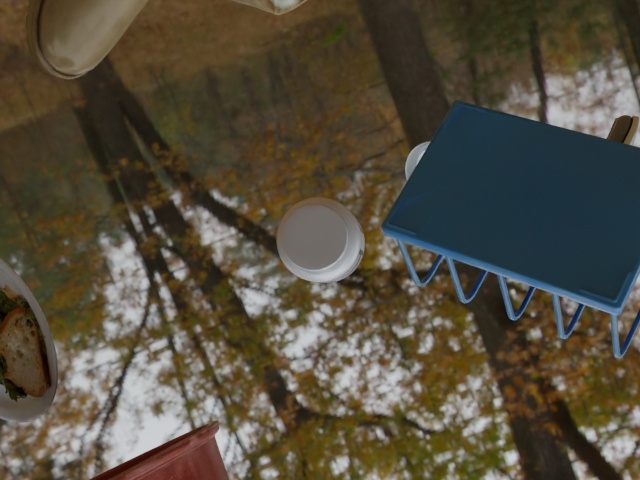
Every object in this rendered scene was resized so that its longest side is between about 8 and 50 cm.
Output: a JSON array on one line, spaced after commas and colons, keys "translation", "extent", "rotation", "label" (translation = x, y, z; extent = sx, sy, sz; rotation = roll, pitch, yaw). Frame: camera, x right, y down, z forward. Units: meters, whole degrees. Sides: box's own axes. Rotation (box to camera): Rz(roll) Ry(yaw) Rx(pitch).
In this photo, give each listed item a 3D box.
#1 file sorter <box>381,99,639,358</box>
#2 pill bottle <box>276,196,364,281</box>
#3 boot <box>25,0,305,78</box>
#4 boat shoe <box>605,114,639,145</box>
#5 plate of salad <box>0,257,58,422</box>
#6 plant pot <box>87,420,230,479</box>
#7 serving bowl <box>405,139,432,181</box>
[{"translation": [0.153, -0.005, 0.692], "extent": [0.170, 0.104, 0.118], "rotation": [20, -113, 28], "label": "file sorter"}, {"translation": [0.000, 0.000, 1.242], "extent": [0.108, 0.107, 0.180], "rotation": [-20, 175, 4], "label": "pill bottle"}, {"translation": [-0.116, -0.221, 0.803], "extent": [0.270, 0.236, 0.089], "rotation": [25, 179, 43], "label": "boot"}, {"translation": [0.422, -0.097, 1.562], "extent": [0.099, 0.116, 0.319], "rotation": [23, -120, 20], "label": "boat shoe"}, {"translation": [-0.336, 0.094, 0.955], "extent": [0.200, 0.199, 0.048], "rotation": [-11, -166, 37], "label": "plate of salad"}, {"translation": [-0.157, 0.339, 0.858], "extent": [0.272, 0.265, 0.272], "rotation": [-26, 175, -2], "label": "plant pot"}, {"translation": [0.142, -0.081, 1.140], "extent": [0.083, 0.083, 0.027], "rotation": [-11, -164, 38], "label": "serving bowl"}]
